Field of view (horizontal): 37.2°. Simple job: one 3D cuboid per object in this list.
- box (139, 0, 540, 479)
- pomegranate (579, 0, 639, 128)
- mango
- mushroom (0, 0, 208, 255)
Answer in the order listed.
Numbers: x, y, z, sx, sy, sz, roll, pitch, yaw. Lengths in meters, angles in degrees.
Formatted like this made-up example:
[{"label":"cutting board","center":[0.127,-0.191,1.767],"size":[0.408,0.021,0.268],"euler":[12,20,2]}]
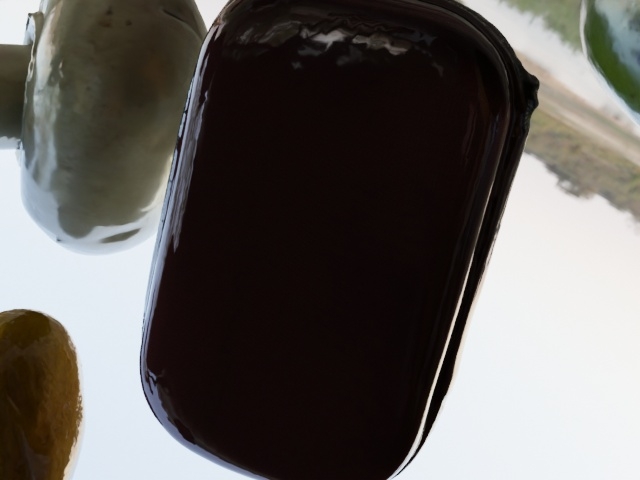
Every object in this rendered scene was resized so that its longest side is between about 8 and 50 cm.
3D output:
[{"label":"box","center":[0.000,0.000,0.737],"size":[0.263,0.403,0.108],"euler":[17,-166,8]},{"label":"pomegranate","center":[0.261,-0.118,0.550],"size":[0.211,0.179,0.179],"euler":[32,-170,-20]},{"label":"mango","center":[-0.289,0.171,0.898],"size":[0.147,0.109,0.227],"euler":[43,-140,-55]},{"label":"mushroom","center":[-0.243,-0.115,0.974],"size":[0.315,0.356,0.315],"euler":[33,156,17]}]
